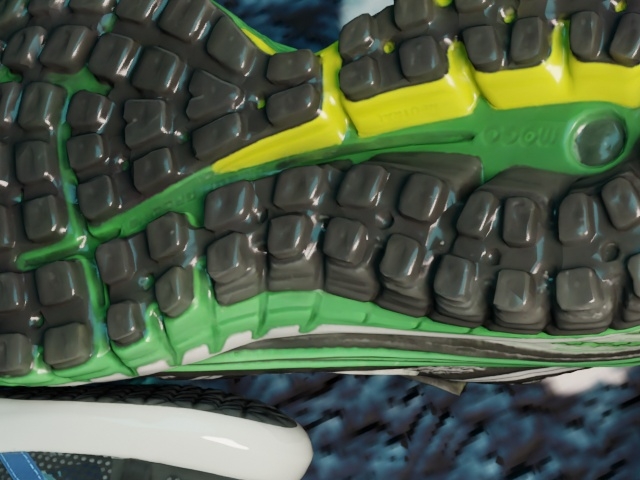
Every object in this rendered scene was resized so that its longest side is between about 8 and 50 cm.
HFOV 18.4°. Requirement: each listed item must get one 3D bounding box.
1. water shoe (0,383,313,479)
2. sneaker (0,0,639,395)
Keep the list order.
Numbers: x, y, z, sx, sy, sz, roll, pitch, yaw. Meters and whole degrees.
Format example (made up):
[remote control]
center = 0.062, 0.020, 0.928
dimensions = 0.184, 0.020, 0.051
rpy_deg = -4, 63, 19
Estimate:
[water shoe]
center = -0.101, 0.088, 0.639
dimensions = 0.203, 0.073, 0.080
rpy_deg = -1, 90, 9
[sneaker]
center = 0.000, 0.000, 0.627
dimensions = 0.343, 0.146, 0.134
rpy_deg = 2, 72, 29
